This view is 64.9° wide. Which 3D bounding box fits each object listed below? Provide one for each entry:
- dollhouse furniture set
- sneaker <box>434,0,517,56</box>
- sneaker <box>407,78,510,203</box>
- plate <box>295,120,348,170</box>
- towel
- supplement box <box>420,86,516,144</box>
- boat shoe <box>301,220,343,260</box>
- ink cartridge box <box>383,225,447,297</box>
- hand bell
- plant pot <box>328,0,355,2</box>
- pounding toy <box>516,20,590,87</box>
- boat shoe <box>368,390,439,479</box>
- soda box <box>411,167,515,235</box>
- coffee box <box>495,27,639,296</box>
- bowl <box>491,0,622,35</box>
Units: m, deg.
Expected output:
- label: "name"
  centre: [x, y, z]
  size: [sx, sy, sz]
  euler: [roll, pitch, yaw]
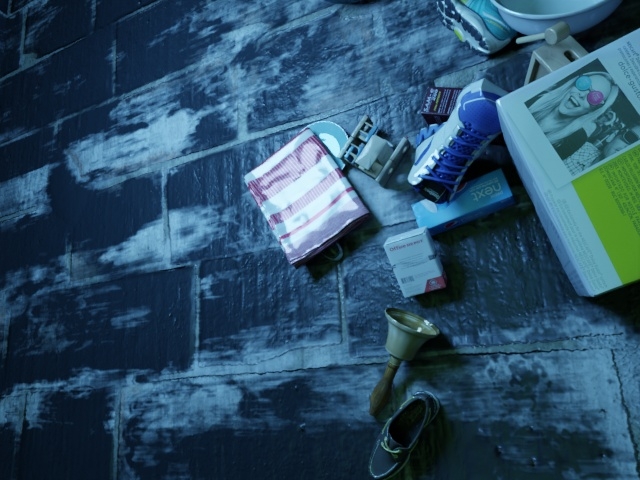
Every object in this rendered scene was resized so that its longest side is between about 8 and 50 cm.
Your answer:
- label: "dollhouse furniture set"
  centre: [0.117, -0.229, 1.191]
  size: [0.129, 0.184, 0.128]
  euler: [35, 94, 19]
- label: "sneaker"
  centre: [0.363, -0.559, 1.221]
  size: [0.110, 0.107, 0.275]
  euler: [-30, 69, -3]
- label: "sneaker"
  centre: [0.280, -0.175, 1.045]
  size: [0.128, 0.315, 0.182]
  euler: [24, 71, -10]
- label: "plate"
  centre: [-0.003, -0.231, 1.358]
  size: [0.188, 0.024, 0.188]
  euler: [-7, 75, 27]
- label: "towel"
  centre: [-0.047, -0.119, 1.306]
  size: [0.237, 0.037, 0.329]
  euler: [-36, 62, 9]
- label: "supplement box"
  centre: [0.359, -0.274, 1.118]
  size: [0.240, 0.130, 0.073]
  euler: [12, 80, 29]
- label: "boat shoe"
  centre: [0.000, 0.000, 1.290]
  size: [0.049, 0.040, 0.142]
  euler: [-50, 61, 8]
- label: "ink cartridge box"
  centre: [0.213, 0.047, 1.124]
  size: [0.099, 0.056, 0.135]
  euler: [-18, 103, 23]
- label: "hand bell"
  centre: [0.158, 0.284, 1.118]
  size: [0.126, 0.126, 0.241]
  euler: [27, 102, 30]
- label: "plant pot"
  centre: [0.067, -0.759, 1.350]
  size: [0.291, 0.195, 0.290]
  euler: [-7, 75, 26]
- label: "pounding toy"
  centre: [0.489, -0.368, 1.023]
  size: [0.094, 0.206, 0.181]
  euler: [-28, 65, -1]
- label: "boat shoe"
  centre: [0.168, 0.422, 1.084]
  size: [0.081, 0.069, 0.227]
  euler: [35, 95, 30]
- label: "soda box"
  centre: [0.318, -0.081, 1.129]
  size: [0.210, 0.067, 0.071]
  euler: [-22, 69, 21]
- label: "coffee box"
  centre: [0.535, -0.119, 0.845]
  size: [0.335, 0.338, 0.338]
  euler: [-25, 76, 20]
- label: "bowl"
  centre: [0.515, -0.533, 1.079]
  size: [0.298, 0.134, 0.297]
  euler: [-12, 57, 19]
